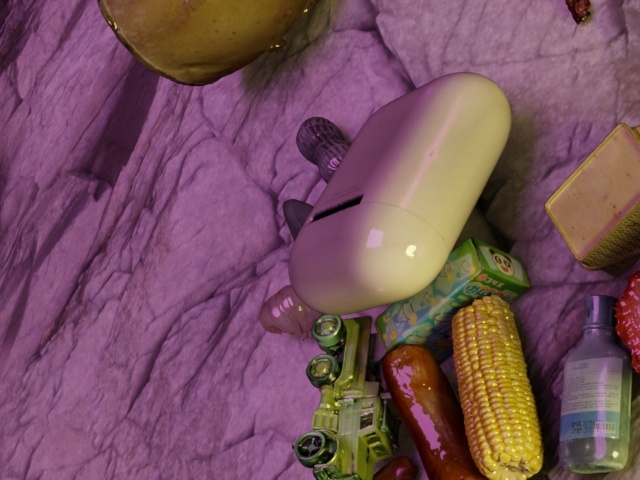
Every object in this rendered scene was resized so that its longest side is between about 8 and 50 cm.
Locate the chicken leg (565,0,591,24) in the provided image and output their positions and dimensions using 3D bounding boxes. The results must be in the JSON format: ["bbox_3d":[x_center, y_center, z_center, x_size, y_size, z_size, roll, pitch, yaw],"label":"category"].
[{"bbox_3d":[0.346,-0.325,1.918,0.036,0.021,0.083,-46,37,41],"label":"chicken leg"}]

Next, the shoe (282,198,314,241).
[{"bbox_3d":[0.000,0.000,2.161,0.078,0.079,0.195,-21,39,1],"label":"shoe"}]

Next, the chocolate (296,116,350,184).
[{"bbox_3d":[0.013,-0.137,2.197,0.072,0.072,0.167,-54,42,18],"label":"chocolate"}]

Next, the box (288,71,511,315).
[{"bbox_3d":[0.105,-0.062,1.905,0.288,0.141,0.349,-18,37,59],"label":"box"}]

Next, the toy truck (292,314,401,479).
[{"bbox_3d":[0.055,0.222,1.904,0.135,0.128,0.260,-6,48,24],"label":"toy truck"}]

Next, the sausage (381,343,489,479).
[{"bbox_3d":[0.160,0.264,1.791,0.076,0.103,0.302,-27,53,7],"label":"sausage"}]

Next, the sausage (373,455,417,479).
[{"bbox_3d":[0.080,0.335,1.905,0.131,0.041,0.039,-44,38,28],"label":"sausage"}]

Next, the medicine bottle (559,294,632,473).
[{"bbox_3d":[0.326,0.169,1.672,0.090,0.053,0.209,-16,59,48],"label":"medicine bottle"}]

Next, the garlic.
[{"bbox_3d":[-0.043,0.105,2.145,0.113,0.074,0.094,-31,39,19],"label":"garlic"}]

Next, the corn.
[{"bbox_3d":[0.218,0.186,1.767,0.093,0.093,0.244,-38,41,34],"label":"corn"}]

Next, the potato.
[{"bbox_3d":[-0.167,-0.514,2.357,0.319,0.385,0.442,-24,65,28],"label":"potato"}]

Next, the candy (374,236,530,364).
[{"bbox_3d":[0.172,0.084,1.869,0.194,0.097,0.062,-44,42,29],"label":"candy"}]

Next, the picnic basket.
[{"bbox_3d":[0.362,-0.047,1.712,0.164,0.079,0.115,-48,43,26],"label":"picnic basket"}]

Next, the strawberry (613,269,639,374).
[{"bbox_3d":[0.391,0.096,1.637,0.104,0.048,0.152,-3,84,43],"label":"strawberry"}]
